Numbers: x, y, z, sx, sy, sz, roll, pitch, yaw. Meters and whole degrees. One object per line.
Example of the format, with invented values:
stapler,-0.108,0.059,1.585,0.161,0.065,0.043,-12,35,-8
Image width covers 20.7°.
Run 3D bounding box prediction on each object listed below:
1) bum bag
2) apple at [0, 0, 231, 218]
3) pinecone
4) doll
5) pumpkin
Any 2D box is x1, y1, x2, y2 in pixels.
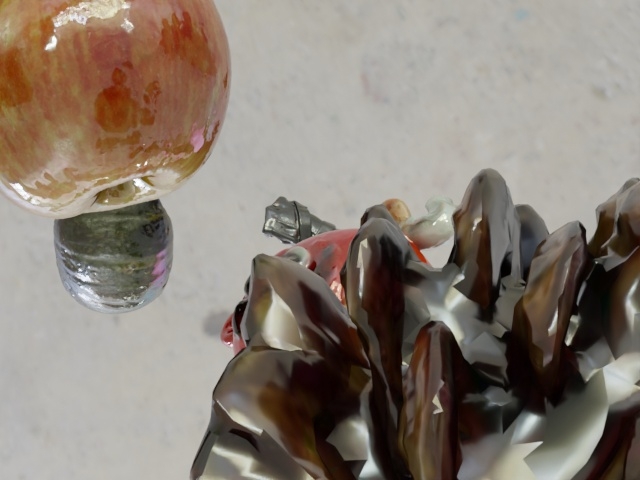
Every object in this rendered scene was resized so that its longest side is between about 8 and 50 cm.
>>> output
bum bag,0.001,-0.001,1.632,0.124,0.058,0.034,29,135,-23
apple,-0.118,-0.081,0.917,0.146,0.146,0.130,-11,87,-9
pinecone,0.117,0.114,0.546,0.296,0.242,0.298,-13,86,-7
doll,0.033,0.045,1.049,0.183,0.217,0.085,-61,143,-28
pumpkin,-0.206,0.016,1.753,0.119,0.107,0.183,-2,154,-7
